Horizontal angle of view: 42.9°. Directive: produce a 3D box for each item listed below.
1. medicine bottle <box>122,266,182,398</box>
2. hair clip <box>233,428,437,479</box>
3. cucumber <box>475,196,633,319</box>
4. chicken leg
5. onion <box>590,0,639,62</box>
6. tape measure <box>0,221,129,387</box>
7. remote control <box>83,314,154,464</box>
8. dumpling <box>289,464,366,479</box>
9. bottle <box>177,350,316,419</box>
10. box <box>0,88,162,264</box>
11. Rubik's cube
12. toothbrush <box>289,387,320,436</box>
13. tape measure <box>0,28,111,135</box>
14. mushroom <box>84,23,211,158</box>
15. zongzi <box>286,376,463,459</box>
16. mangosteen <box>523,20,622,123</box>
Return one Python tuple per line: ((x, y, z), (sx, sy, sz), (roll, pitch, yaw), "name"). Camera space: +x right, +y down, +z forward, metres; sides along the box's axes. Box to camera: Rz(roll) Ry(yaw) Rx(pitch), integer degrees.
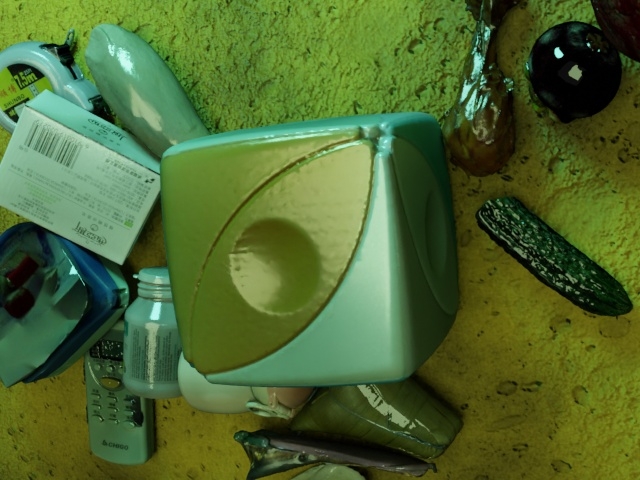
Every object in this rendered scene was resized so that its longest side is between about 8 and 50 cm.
((-0.281, 0.159, 1.446), (0.135, 0.135, 0.216), (7, 100, 19), "medicine bottle")
((0.027, 0.368, 1.379), (0.358, 0.096, 0.110), (-4, 134, 20), "hair clip")
((0.347, 0.030, 1.213), (0.265, 0.077, 0.077), (42, 112, 9), "cucumber")
((0.236, -0.245, 1.195), (0.113, 0.093, 0.305), (7, 100, 31), "chicken leg")
((0.468, -0.350, 1.010), (0.280, 0.221, 0.281), (3, 116, 6), "onion")
((-0.494, 0.097, 1.484), (0.259, 0.138, 0.262), (-41, 69, 18), "tape measure")
((-0.389, 0.287, 1.560), (0.140, 0.056, 0.297), (6, 103, 22), "remote control")
((-0.014, 0.500, 1.432), (0.179, 0.131, 0.252), (29, 102, 38), "dumpling")
((-0.109, 0.223, 1.369), (0.236, 0.147, 0.148), (-2, 101, 32), "bottle")
((-0.409, -0.108, 1.405), (0.260, 0.111, 0.194), (28, 113, -13), "box")
((0.000, 0.000, 1.190), (0.347, 0.351, 0.352), (-4, 98, 22), "Rubik's cube")
((-0.018, 0.283, 1.440), (0.019, 0.016, 0.220), (30, 112, 22), "toothbrush")
((-0.498, -0.270, 1.459), (0.196, 0.105, 0.178), (-20, 105, 18), "tape measure")
((-0.268, -0.218, 1.371), (0.350, 0.128, 0.128), (46, 113, 3), "mushroom")
((0.082, 0.313, 1.360), (0.228, 0.115, 0.256), (41, 119, 5), "zongzi")
((0.345, -0.229, 1.139), (0.137, 0.137, 0.151), (50, 146, 4), "mangosteen")
